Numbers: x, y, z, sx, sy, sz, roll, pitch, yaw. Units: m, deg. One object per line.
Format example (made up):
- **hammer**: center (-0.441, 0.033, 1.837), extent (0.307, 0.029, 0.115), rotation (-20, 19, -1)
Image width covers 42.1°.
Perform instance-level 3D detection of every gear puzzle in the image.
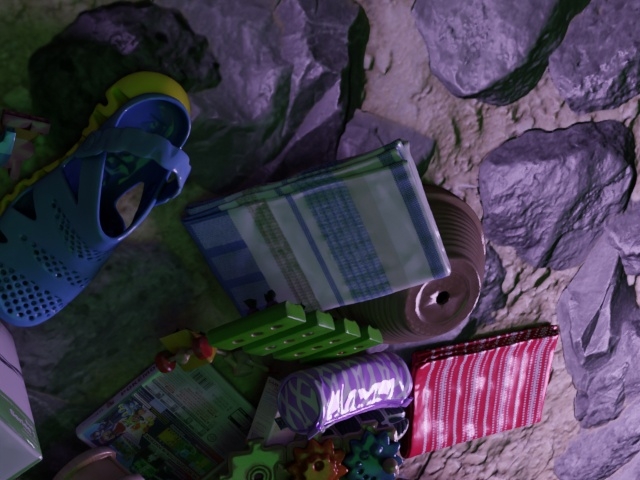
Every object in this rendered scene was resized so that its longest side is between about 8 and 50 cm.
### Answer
- **gear puzzle**: center (-0.047, 0.346, 1.105), extent (0.339, 0.044, 0.175), rotation (-5, 101, -15)

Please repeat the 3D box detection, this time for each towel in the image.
- **towel**: center (0.254, 0.242, 1.325), extent (0.275, 0.031, 0.199), rotation (-8, 119, -22)
- **towel**: center (0.000, 0.000, 1.007), extent (0.285, 0.034, 0.209), rotation (-16, 126, 15)

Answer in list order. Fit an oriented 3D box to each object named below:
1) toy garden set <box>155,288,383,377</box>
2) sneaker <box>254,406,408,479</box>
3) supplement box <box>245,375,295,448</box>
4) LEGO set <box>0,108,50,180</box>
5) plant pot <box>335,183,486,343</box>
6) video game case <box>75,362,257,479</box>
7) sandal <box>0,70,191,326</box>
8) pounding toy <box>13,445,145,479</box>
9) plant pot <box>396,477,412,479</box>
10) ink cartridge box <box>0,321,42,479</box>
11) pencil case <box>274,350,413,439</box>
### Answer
- **toy garden set**: center (-0.066, 0.122, 1.046), extent (0.204, 0.049, 0.244), rotation (-22, 157, 23)
- **sneaker**: center (-0.001, 0.313, 1.213), extent (0.275, 0.107, 0.110), rotation (-26, 143, -6)
- **supplement box**: center (-0.057, 0.239, 1.145), extent (0.062, 0.036, 0.098), rotation (17, 94, -53)
- **LEGO set**: center (-0.385, -0.088, 0.809), extent (0.227, 0.087, 0.093), rotation (10, 110, -29)
- **plant pot**: center (0.139, 0.052, 1.123), extent (0.237, 0.110, 0.237), rotation (-12, 119, -22)
- **video game case**: center (-0.191, 0.250, 1.117), extent (0.183, 0.023, 0.201), rotation (-39, 126, -3)
- **sandal**: center (-0.244, -0.033, 0.877), extent (0.126, 0.138, 0.317), rotation (31, 100, -36)
- **pounding toy**: center (-0.308, 0.338, 1.061), extent (0.154, 0.155, 0.269), rotation (-47, 145, -19)
- **plant pot**: center (0.190, 0.514, 1.296), extent (0.280, 0.323, 0.323), rotation (-1, 116, -45)
- **ink cartridge box**: center (-0.394, 0.175, 0.860), extent (0.160, 0.219, 0.092), rotation (-34, 128, -6)
- **pencil case**: center (0.036, 0.205, 1.130), extent (0.206, 0.088, 0.086), rotation (-8, 138, -45)
